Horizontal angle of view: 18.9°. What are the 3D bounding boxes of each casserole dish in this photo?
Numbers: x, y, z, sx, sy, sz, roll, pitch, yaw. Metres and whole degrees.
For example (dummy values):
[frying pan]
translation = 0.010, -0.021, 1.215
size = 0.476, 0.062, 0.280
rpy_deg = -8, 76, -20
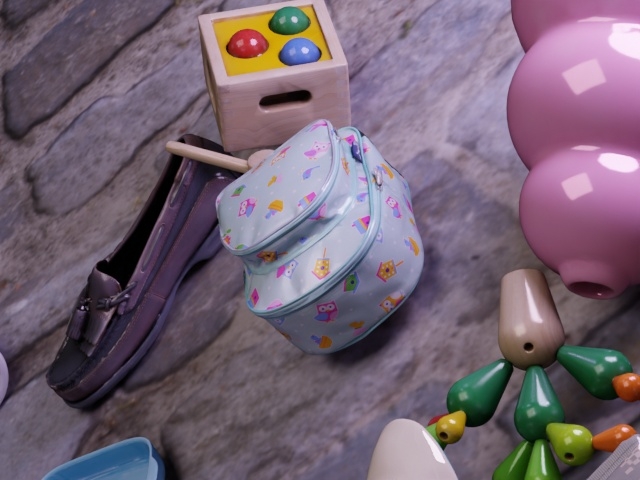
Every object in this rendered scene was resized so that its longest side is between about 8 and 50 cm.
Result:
[casserole dish]
translation = -0.209, 0.252, 1.793
size = 0.188, 0.037, 0.114
rpy_deg = -24, 44, 35

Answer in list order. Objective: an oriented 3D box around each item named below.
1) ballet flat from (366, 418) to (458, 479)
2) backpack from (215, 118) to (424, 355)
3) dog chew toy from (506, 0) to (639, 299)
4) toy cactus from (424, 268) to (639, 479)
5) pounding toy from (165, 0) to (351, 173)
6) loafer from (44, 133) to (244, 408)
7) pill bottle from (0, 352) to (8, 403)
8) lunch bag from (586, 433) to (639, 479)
[ballet flat]
translation = 0.071, 0.246, 1.346
size = 0.086, 0.086, 0.248
rpy_deg = -27, 73, 32
[backpack]
translation = 0.000, 0.000, 1.687
size = 0.166, 0.144, 0.188
rpy_deg = -34, 41, 15
[dog chew toy]
translation = 0.236, -0.115, 1.479
size = 0.206, 0.206, 0.332
rpy_deg = -9, 61, 45
[toy cactus]
translation = 0.167, 0.111, 1.417
size = 0.219, 0.112, 0.180
rpy_deg = -17, 60, 24
[pounding toy]
translation = -0.064, -0.139, 1.842
size = 0.181, 0.094, 0.206
rpy_deg = -10, 39, -7
[loafer]
translation = -0.187, 0.025, 1.915
size = 0.302, 0.095, 0.109
rpy_deg = -52, 35, 0
[pill bottle]
translation = -0.418, 0.121, 2.085
size = 0.108, 0.108, 0.193
rpy_deg = -53, 35, -1
[lunch bag]
translation = 0.191, 0.309, 1.172
size = 0.287, 0.169, 0.235
rpy_deg = -46, 35, 1
